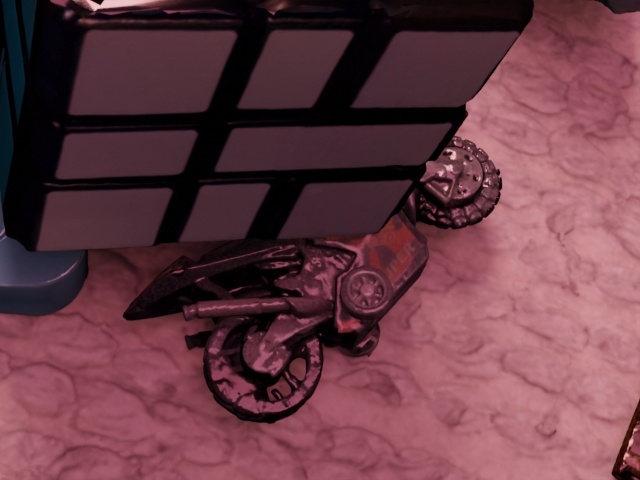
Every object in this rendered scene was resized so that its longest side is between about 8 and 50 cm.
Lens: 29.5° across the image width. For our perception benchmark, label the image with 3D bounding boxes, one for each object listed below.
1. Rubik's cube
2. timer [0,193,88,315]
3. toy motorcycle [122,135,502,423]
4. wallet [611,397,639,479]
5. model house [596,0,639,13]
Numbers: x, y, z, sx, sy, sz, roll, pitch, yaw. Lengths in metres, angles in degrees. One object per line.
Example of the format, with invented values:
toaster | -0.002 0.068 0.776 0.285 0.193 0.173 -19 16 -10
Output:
Rubik's cube | -0.068 -0.176 0.803 0.294 0.283 0.288 -2 65 -18
timer | -0.296 -0.068 0.921 0.250 0.091 0.231 3 73 -9
toy motorcycle | 0.000 0.000 0.962 0.173 0.108 0.307 42 70 12
wallet | 0.345 0.119 1.036 0.133 0.039 0.243 25 70 2
model house | 0.108 -0.353 1.004 0.329 0.295 0.251 4 78 16
